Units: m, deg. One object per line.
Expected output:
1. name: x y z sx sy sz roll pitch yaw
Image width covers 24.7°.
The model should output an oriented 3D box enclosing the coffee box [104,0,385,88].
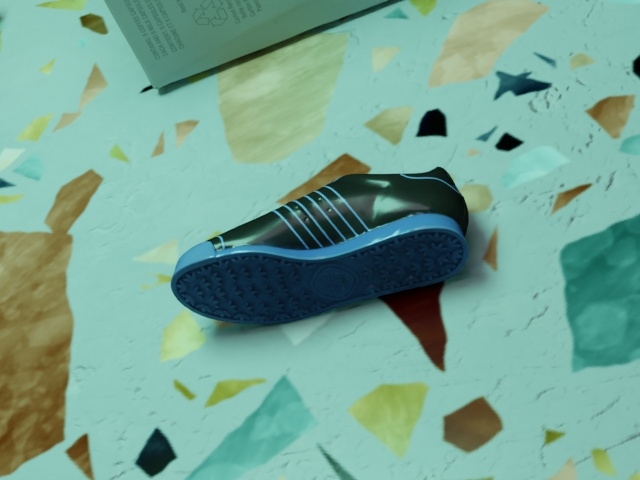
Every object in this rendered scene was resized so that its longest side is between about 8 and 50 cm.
1. coffee box: -0.090 -0.415 1.411 0.338 0.337 0.334 -21 40 5

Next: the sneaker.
1. sneaker: 0.000 0.000 1.132 0.232 0.081 0.090 -9 40 8
